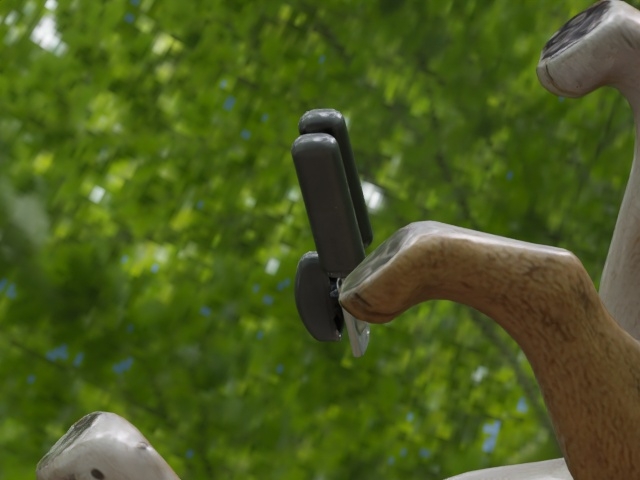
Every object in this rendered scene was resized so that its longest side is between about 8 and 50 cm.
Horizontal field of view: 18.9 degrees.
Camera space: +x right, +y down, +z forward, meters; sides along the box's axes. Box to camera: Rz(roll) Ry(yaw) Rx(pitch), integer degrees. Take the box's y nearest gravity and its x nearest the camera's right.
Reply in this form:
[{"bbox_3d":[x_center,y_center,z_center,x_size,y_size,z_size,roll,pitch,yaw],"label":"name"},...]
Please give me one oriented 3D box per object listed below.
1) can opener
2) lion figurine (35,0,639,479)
[{"bbox_3d":[0.000,0.000,1.878,0.095,0.076,0.283,-2,-49,15],"label":"can opener"},{"bbox_3d":[0.050,0.116,0.599,0.392,0.142,0.240,-38,-79,26],"label":"lion figurine"}]
